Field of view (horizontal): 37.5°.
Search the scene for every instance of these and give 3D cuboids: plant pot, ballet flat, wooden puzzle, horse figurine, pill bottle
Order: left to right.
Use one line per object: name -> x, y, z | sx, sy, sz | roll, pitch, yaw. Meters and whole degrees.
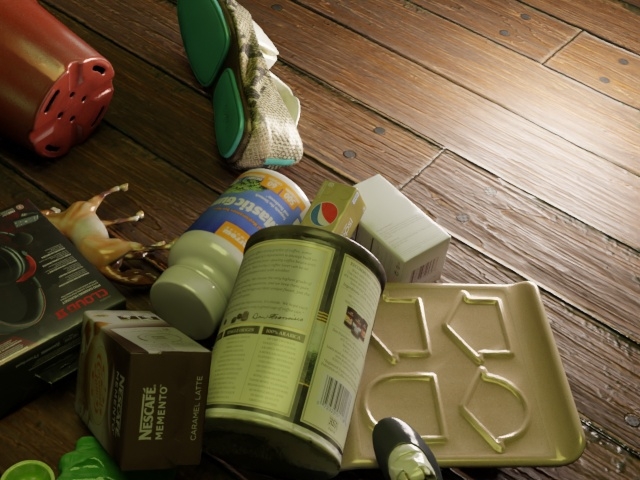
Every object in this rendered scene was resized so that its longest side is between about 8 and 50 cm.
plant pot -> -0.521, -0.293, 1.629 | 0.265, 0.272, 0.272 | 34, 49, 13
horse figurine -> -0.337, -0.003, 1.486 | 0.174, 0.066, 0.263 | -19, 48, -33
pill bottle -> -0.135, 0.022, 1.429 | 0.152, 0.152, 0.272 | 24, 45, 15
ballet flat -> -0.143, -0.310, 1.788 | 0.182, 0.164, 0.483 | 7, 46, -33
ballet flat -> 0.128, 0.313, 1.174 | 0.074, 0.074, 0.203 | -20, 78, -26
wooden puzzle -> 0.169, 0.197, 1.357 | 0.347, 0.080, 0.322 | -2, 45, -4

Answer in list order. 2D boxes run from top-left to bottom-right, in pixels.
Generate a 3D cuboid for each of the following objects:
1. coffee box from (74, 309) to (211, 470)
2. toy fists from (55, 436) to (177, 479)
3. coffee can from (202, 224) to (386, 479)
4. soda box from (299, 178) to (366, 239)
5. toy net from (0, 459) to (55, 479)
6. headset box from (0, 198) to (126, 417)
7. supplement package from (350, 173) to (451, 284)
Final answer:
coffee box -> -0.228, 0.177, 1.172 | 0.098, 0.141, 0.246 | 3, 5, -27
toy fists -> -0.266, 0.347, 1.122 | 0.142, 0.096, 0.279 | 17, 42, -4
coffee can -> -0.040, 0.147, 1.234 | 0.201, 0.201, 0.275 | 13, 60, 5
soda box -> 0.000, 0.000, 1.436 | 0.061, 0.058, 0.181 | 17, 66, 27
toy net -> -0.398, 0.366, 1.113 | 0.122, 0.045, 0.232 | 9, 44, 0
headset box -> -0.427, 0.097, 1.335 | 0.218, 0.110, 0.293 | -29, 55, -33
supplement package -> 0.106, -0.004, 1.525 | 0.105, 0.105, 0.179 | -27, 55, -28
